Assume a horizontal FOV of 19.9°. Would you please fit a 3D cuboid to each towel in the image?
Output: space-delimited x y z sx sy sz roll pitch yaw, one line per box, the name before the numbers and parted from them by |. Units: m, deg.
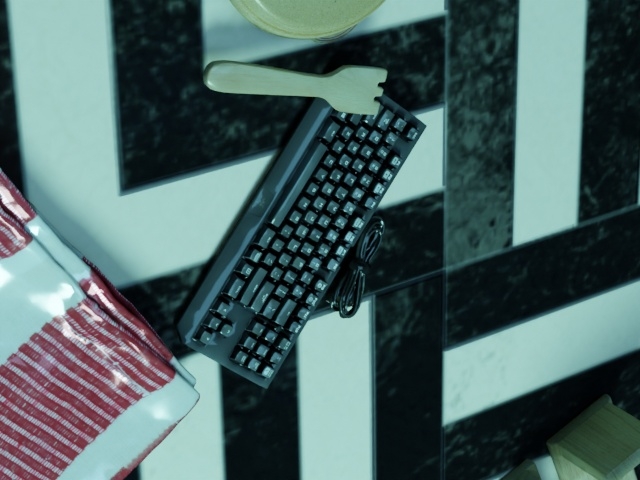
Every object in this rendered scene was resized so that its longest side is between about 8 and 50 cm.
towel | -0.220 0.069 0.903 0.237 0.037 0.329 -47 131 -11

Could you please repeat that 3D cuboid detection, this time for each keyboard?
keyboard | 0.000 0.000 1.052 0.108 0.023 0.180 33 89 -42

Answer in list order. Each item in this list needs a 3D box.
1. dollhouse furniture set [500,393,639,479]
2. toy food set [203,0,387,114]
dollhouse furniture set | 0.203 0.218 1.219 0.144 0.151 0.123 -36 127 -18
toy food set | 0.000 -0.167 0.975 0.132 0.038 0.192 4 112 -31
